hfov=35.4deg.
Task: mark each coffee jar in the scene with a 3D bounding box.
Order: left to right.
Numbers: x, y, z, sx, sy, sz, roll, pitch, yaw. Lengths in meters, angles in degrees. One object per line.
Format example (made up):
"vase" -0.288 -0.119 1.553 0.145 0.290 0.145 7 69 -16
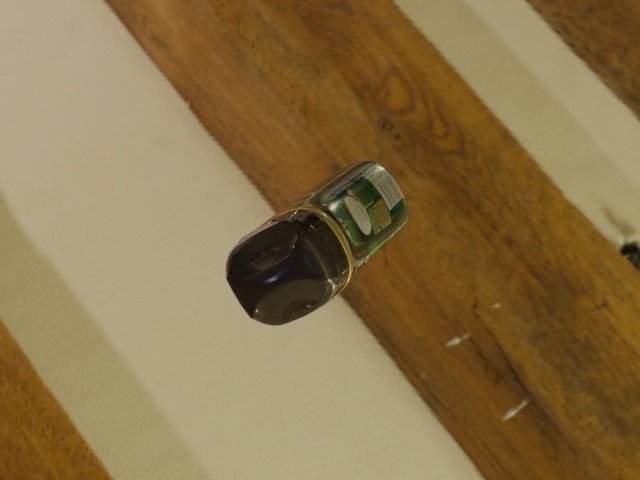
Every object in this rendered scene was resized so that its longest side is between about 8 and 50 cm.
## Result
"coffee jar" 0.000 0.000 0.826 0.079 0.096 0.184 58 -149 -5
